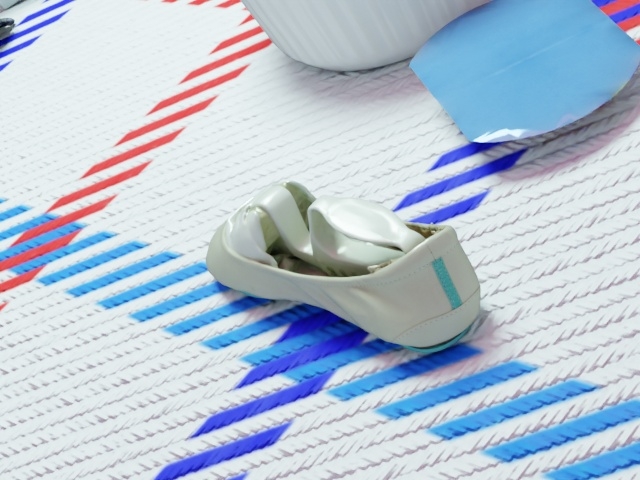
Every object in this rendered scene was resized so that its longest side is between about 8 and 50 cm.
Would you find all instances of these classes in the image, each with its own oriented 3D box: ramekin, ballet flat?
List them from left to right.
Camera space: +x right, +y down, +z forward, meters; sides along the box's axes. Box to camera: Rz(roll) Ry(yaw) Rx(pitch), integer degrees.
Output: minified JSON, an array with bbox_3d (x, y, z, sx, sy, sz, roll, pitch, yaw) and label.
[{"bbox_3d":[0.000,0.000,0.897,0.248,0.086,0.086,15,55,46],"label":"ballet flat"},{"bbox_3d":[0.046,-0.250,1.138,0.273,0.127,0.273,-20,35,15],"label":"ramekin"}]

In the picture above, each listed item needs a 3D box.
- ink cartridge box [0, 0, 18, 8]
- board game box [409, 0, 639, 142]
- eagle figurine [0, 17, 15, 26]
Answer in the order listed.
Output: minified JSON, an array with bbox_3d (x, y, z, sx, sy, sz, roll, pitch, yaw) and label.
[{"bbox_3d":[-0.294,-0.369,1.526,0.208,0.087,0.153,-28,49,14],"label":"ink cartridge box"},{"bbox_3d":[0.145,-0.113,0.979,0.133,0.033,0.168,-26,39,-3],"label":"board game box"},{"bbox_3d":[-0.504,-0.215,1.451,0.298,0.226,0.225,-43,16,-10],"label":"eagle figurine"}]
